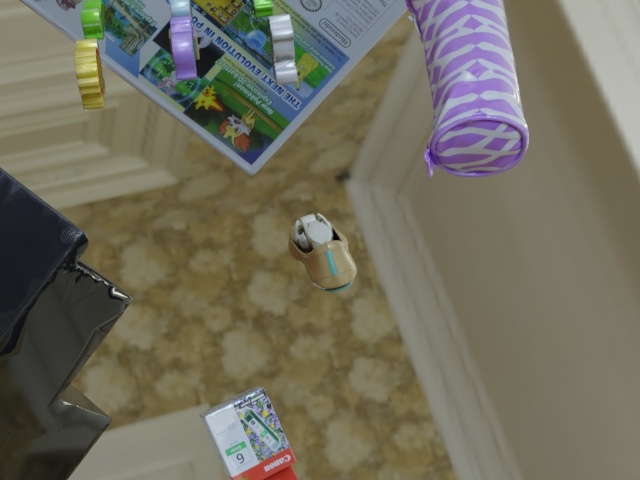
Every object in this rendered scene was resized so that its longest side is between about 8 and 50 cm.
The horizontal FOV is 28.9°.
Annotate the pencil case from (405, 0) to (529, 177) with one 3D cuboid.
[{"bbox_3d":[0.122,-0.149,1.059,0.086,0.088,0.206,76,8,-50],"label":"pencil case"}]

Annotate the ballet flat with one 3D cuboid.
[{"bbox_3d":[0.000,0.000,1.659,0.232,0.080,0.073,-133,-156,-70],"label":"ballet flat"}]

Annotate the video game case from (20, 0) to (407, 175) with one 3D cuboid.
[{"bbox_3d":[-0.090,-0.265,1.245,0.329,0.300,0.036,37,13,-30],"label":"video game case"}]

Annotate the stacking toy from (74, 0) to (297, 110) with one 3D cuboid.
[{"bbox_3d":[-0.115,-0.176,1.017,0.221,0.167,0.052,-107,-170,-60],"label":"stacking toy"}]

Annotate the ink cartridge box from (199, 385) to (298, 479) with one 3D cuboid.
[{"bbox_3d":[-0.059,0.199,1.146,0.115,0.063,0.029,66,-17,-4],"label":"ink cartridge box"}]

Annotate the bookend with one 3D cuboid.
[{"bbox_3d":[-0.159,0.062,0.646,0.072,0.157,0.156,35,-4,24],"label":"bookend"}]
